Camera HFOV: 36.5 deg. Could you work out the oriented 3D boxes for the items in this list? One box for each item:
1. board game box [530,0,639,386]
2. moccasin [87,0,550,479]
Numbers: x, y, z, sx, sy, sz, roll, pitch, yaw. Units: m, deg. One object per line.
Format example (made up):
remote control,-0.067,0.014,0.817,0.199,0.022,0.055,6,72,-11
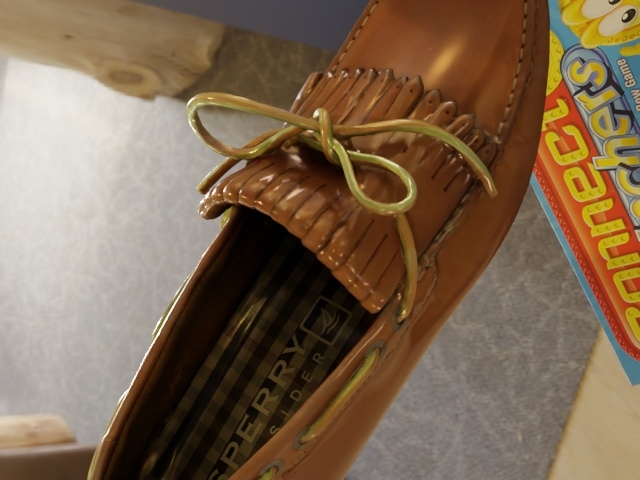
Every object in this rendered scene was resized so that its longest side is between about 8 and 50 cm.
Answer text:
board game box,0.290,-0.072,0.628,0.302,0.086,0.308,-19,105,41
moccasin,-0.002,-0.002,0.501,0.139,0.147,0.380,34,89,28
